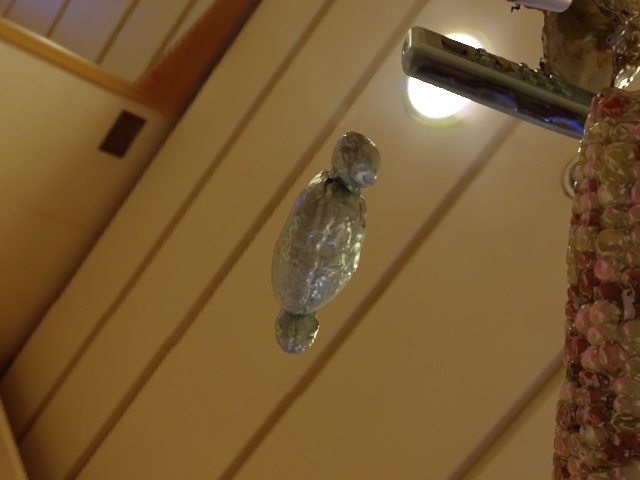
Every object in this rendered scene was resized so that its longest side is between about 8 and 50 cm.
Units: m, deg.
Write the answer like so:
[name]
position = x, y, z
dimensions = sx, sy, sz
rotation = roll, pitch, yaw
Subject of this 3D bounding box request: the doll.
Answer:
[doll]
position = 0.000, 0.000, 0.715
dimensions = 0.103, 0.072, 0.214
rotation = -77, -175, -63

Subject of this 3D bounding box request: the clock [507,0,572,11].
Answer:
[clock]
position = 0.176, -0.310, 0.763
dimensions = 0.197, 0.063, 0.150
rotation = 56, -47, 48

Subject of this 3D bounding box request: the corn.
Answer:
[corn]
position = 0.164, 0.055, 0.418
dimensions = 0.092, 0.092, 0.280
rotation = 0, -95, 41

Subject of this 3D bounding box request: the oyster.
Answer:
[oyster]
position = 0.367, -0.336, 1.215
dimensions = 0.197, 0.133, 0.337
rotation = 106, -27, -46

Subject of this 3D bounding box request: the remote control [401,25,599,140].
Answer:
[remote control]
position = 0.246, -0.195, 1.070
dimensions = 0.140, 0.296, 0.056
rotation = -78, -172, -63
